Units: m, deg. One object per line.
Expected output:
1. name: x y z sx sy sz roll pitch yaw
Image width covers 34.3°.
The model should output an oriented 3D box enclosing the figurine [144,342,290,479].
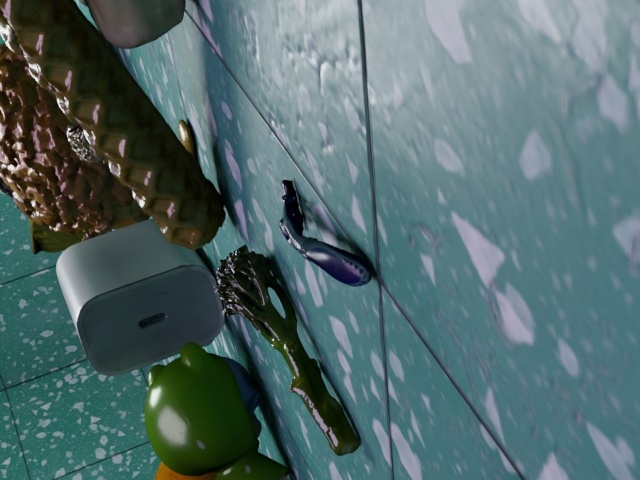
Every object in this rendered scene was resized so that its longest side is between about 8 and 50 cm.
1. figurine: -0.122 0.256 1.304 0.162 0.143 0.263 -35 84 47

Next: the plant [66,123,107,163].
1. plant: -0.279 -0.162 1.396 0.104 0.116 0.122 107 163 -45

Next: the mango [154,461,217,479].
1. mango: -0.225 0.494 1.947 0.350 0.201 0.199 -131 60 -74

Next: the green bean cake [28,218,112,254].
1. green bean cake: -0.480 -0.139 2.020 0.310 0.202 0.285 135 126 -73

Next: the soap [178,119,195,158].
1. soap: -0.148 -0.099 1.158 0.089 0.012 0.034 89 156 -52

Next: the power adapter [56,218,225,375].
1. power adapter: -0.257 0.059 1.425 0.255 0.187 0.124 -134 29 -60

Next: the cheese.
1. cheese: -0.200 -0.284 0.928 0.263 0.093 0.159 53 166 46

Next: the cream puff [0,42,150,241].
1. cream puff: -0.398 -0.153 1.583 0.327 0.231 0.343 49 155 46

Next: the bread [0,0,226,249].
1. bread: -0.205 -0.128 0.996 0.367 0.077 0.084 54 177 -34

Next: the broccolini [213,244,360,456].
1. broccolini: -0.036 0.101 0.920 0.067 0.058 0.216 99 148 -57

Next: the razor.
1. razor: -0.004 0.001 0.730 0.154 0.028 0.044 -136 30 -61
